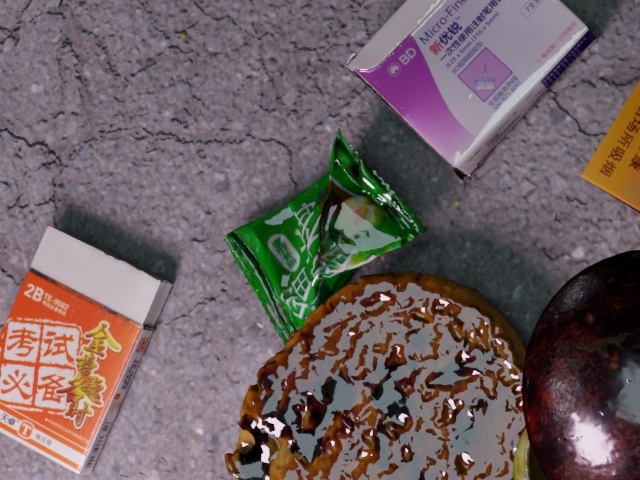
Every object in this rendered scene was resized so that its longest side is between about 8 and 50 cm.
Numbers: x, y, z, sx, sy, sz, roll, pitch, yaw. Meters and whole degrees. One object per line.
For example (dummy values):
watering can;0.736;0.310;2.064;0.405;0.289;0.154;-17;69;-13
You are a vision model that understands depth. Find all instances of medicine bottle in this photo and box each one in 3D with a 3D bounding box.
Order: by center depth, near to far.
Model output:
medicine bottle;0.153;-0.190;1.947;0.201;0.052;0.171;-46;70;8

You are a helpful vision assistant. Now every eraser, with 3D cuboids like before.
eraser;-0.274;0.118;2.076;0.157;0.038;0.230;25;93;22

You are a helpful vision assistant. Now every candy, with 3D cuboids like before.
candy;0.003;0.002;1.968;0.203;0.078;0.141;-41;60;24

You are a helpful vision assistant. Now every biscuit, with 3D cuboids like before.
biscuit;0.070;0.195;1.915;0.334;0.081;0.289;-40;76;11

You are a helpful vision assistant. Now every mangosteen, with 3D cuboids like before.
mangosteen;0.306;0.149;1.743;0.288;0.288;0.288;-3;83;20

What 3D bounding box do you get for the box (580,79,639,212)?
box;0.402;-0.065;1.783;0.274;0.076;0.174;35;97;38
